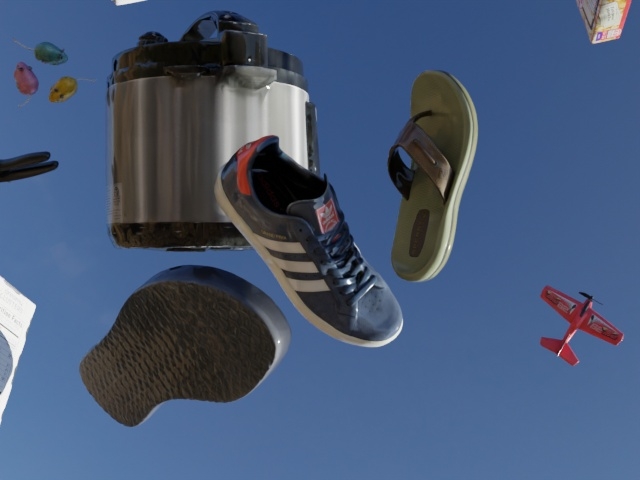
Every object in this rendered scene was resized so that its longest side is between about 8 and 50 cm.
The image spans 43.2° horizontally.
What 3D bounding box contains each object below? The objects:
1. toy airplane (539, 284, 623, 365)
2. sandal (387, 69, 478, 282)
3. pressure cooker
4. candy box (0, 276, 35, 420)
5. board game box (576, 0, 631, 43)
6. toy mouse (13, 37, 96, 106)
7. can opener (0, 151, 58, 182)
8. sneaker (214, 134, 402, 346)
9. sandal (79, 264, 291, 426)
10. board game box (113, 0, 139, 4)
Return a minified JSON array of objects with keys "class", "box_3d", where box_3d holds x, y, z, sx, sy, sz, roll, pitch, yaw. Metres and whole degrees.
[{"class":"toy airplane","box_3d":[0.419,0.144,1.335,0.151,0.151,0.028,33,-32,12]},{"class":"sandal","box_3d":[0.141,-0.095,1.117,0.086,0.303,0.120,15,-11,-35]},{"class":"pressure cooker","box_3d":[-0.196,-0.188,1.434,0.369,0.375,0.421,-2,-91,20]},{"class":"candy box","box_3d":[-0.341,0.126,0.649,0.164,0.196,0.070,-5,-32,16]},{"class":"board game box","box_3d":[0.388,-0.391,1.120,0.045,0.147,0.193,-12,-23,4]},{"class":"toy mouse","box_3d":[-0.514,-0.318,1.492,0.031,0.161,0.143,-10,-60,55]},{"class":"can opener","box_3d":[-0.557,-0.127,1.464,0.186,0.073,0.059,-9,-29,12]},{"class":"sneaker","box_3d":[0.000,0.000,1.128,0.350,0.131,0.148,45,-37,-1]},{"class":"sandal","box_3d":[-0.105,0.071,0.583,0.254,0.054,0.097,-26,-78,50]},{"class":"board game box","box_3d":[-0.219,-0.398,0.755,0.193,0.053,0.305,105,-36,-56]}]
